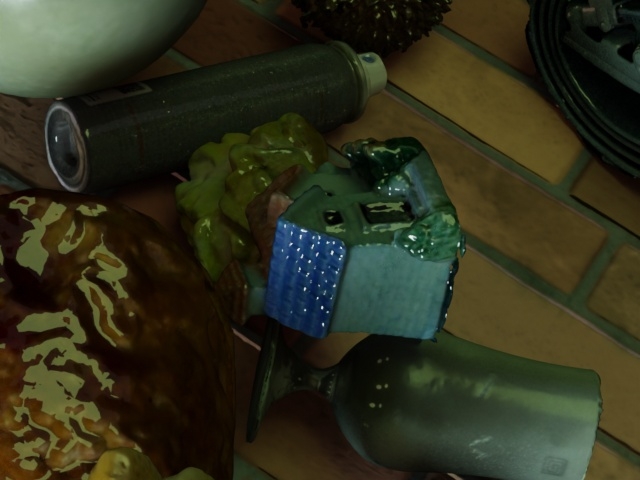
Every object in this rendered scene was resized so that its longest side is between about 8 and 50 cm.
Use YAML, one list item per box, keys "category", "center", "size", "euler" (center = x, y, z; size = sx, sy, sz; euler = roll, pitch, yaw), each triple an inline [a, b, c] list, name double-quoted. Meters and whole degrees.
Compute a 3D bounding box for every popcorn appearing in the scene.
- category: "popcorn"
  center: [-0.039, -0.018, 1.388]
  size: [0.126, 0.126, 0.145]
  euler: [41, 27, -18]

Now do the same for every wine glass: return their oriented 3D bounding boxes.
- category: "wine glass"
  center: [0.071, 0.110, 1.312]
  size: [0.231, 0.103, 0.103]
  euler: [13, 48, -5]

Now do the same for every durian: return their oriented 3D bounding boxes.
- category: "durian"
  center: [0.053, -0.202, 1.591]
  size: [0.188, 0.091, 0.148]
  euler: [-16, 38, -20]

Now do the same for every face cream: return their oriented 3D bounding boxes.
- category: "face cream"
  center: [-0.072, -0.100, 1.468]
  size: [0.283, 0.073, 0.073]
  euler: [-16, 59, -31]

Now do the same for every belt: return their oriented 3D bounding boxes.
- category: "belt"
  center: [0.293, -0.152, 1.562]
  size: [0.116, 0.206, 0.267]
  euler: [-24, 58, -35]

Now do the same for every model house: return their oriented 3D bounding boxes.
- category: "model house"
  center: [0.000, 0.000, 1.257]
  size: [0.149, 0.119, 0.148]
  euler: [-4, 39, -16]

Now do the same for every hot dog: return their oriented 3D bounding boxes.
- category: "hot dog"
  center: [-0.175, 0.161, 1.147]
  size: [0.267, 0.174, 0.387]
  euler: [11, 60, -10]

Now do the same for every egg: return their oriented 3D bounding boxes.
- category: "egg"
  center: [-0.198, -0.232, 1.384]
  size: [0.258, 0.258, 0.352]
  euler: [14, 16, -10]

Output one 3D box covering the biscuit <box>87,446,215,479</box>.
- category: "biscuit"
  center: [-0.039, 0.213, 1.116]
  size: [0.299, 0.045, 0.154]
  euler: [23, 60, -57]
